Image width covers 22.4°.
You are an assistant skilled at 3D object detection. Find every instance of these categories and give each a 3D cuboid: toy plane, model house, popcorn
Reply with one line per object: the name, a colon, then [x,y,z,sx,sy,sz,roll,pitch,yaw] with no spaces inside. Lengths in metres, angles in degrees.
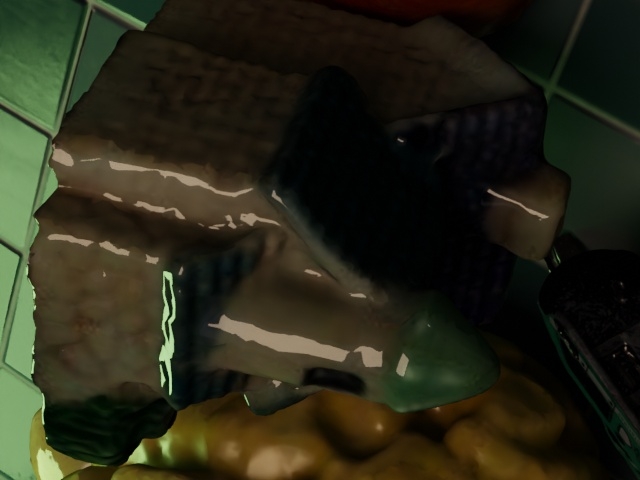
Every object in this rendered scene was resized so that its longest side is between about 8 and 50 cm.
toy plane: [0.243,0.138,1.031,0.382,0.106,0.155,55,167,19]
model house: [0.000,-0.002,0.977,0.284,0.298,0.243,9,128,10]
popcorn: [0.006,0.227,1.140,0.390,0.354,0.344,-4,96,37]

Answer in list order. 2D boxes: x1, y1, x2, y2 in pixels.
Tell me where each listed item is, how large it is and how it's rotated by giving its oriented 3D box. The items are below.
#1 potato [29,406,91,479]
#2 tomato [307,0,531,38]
potato: [-0.160,0.177,1.368,0.178,0.118,0.109,-3,144,19]
tomato: [0.027,-0.254,1.036,0.309,0.170,0.309,11,114,26]
